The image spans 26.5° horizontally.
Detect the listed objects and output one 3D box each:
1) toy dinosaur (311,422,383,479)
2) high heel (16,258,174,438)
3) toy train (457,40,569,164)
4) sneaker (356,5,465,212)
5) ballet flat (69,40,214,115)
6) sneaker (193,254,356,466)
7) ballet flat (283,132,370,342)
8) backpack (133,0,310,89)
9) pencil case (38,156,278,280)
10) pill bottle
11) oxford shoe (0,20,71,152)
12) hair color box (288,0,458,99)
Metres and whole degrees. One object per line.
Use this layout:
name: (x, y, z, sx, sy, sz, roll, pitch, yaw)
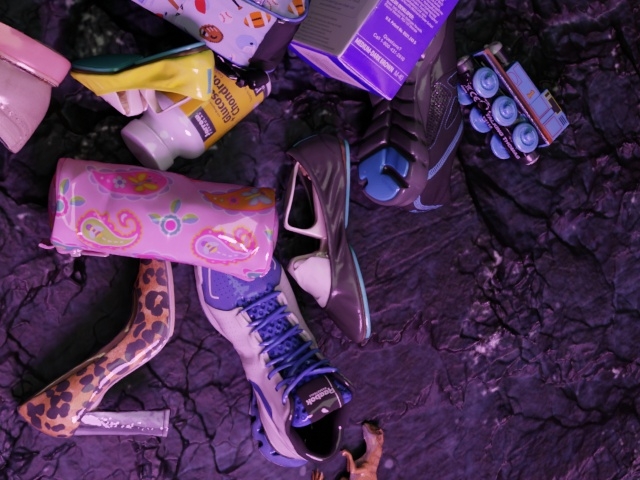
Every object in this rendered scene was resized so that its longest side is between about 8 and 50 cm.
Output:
toy dinosaur: (0.046, 0.353, 1.830, 0.112, 0.064, 0.212, 11, 87, -25)
high heel: (-0.276, 0.114, 1.680, 0.186, 0.093, 0.261, 3, 82, -9)
toy train: (0.262, -0.196, 1.907, 0.105, 0.080, 0.184, -45, 105, -26)
sneaker: (0.131, -0.205, 1.844, 0.139, 0.125, 0.341, 17, 81, -51)
ballet flat: (-0.214, -0.188, 1.622, 0.077, 0.231, 0.077, -29, 111, -46)
sneaker: (-0.036, 0.151, 1.724, 0.127, 0.182, 0.316, -24, 101, -23)
ballet flat: (0.000, 0.000, 1.793, 0.096, 0.095, 0.281, -6, 83, -14)
backpack: (-0.126, -0.359, 1.625, 0.263, 0.213, 0.277, 21, 45, -6)
pencil case: (-0.193, -0.025, 1.648, 0.284, 0.124, 0.124, 8, 88, -7)
pill bottle: (-0.158, -0.168, 1.706, 0.184, 0.103, 0.103, -44, 107, -17)
oxford shoe: (-0.489, -0.224, 1.545, 0.397, 0.140, 0.147, 23, 89, -20)
hair color box: (0.107, -0.358, 1.737, 0.110, 0.185, 0.339, 34, 89, -33)
